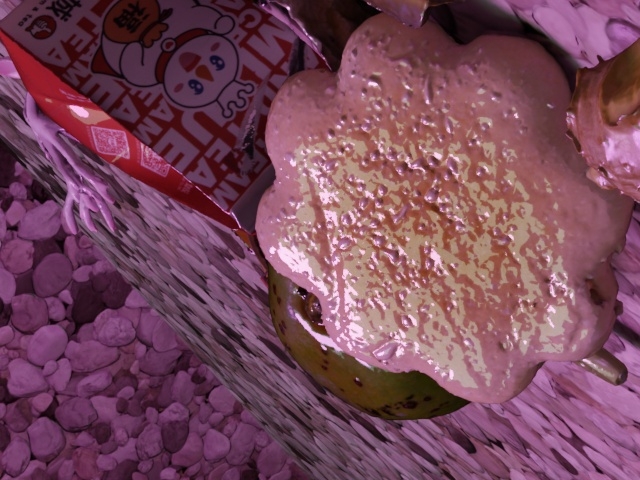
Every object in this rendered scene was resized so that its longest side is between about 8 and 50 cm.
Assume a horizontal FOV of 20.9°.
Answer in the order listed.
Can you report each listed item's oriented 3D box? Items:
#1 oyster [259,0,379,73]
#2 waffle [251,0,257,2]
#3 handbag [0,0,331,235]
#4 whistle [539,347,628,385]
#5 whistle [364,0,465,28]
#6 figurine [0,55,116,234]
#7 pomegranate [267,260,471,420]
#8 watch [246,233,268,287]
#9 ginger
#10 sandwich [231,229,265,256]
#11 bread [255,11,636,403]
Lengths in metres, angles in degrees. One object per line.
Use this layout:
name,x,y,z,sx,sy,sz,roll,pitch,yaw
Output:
oyster,0.022,-0.168,1.390,0.209,0.072,0.133,56,-164,-11
waffle,-0.159,-0.257,1.680,0.307,0.060,0.312,32,161,41
handbag,-0.117,-0.127,1.503,0.298,0.171,0.151,37,164,24
whistle,0.192,0.069,1.634,0.227,0.085,0.105,36,175,25
whistle,-0.007,-0.233,1.291,0.326,0.068,0.057,32,129,40
figurine,-0.261,-0.159,2.032,0.284,0.206,0.315,57,169,-13
pomegranate,0.085,0.024,1.494,0.254,0.270,0.254,19,116,46
watch,0.017,0.009,1.674,0.102,0.165,0.268,64,-168,-62
ginger,0.226,-0.066,1.010,0.157,0.102,0.216,28,157,-23
sandwich,0.000,0.000,1.937,0.220,0.108,0.186,46,168,-6
bread,0.088,-0.020,1.297,0.316,0.054,0.316,10,117,21
